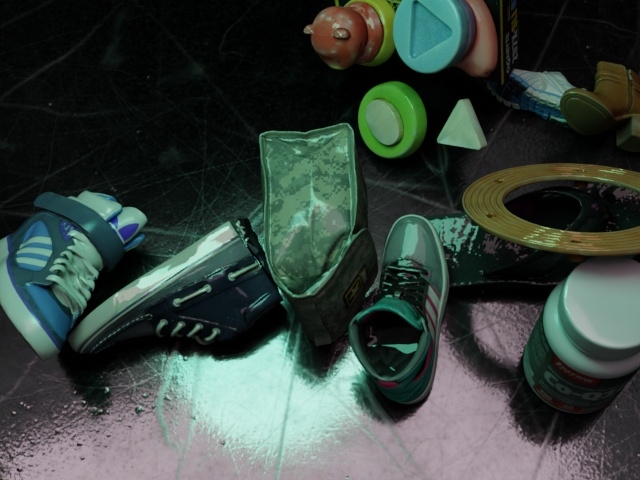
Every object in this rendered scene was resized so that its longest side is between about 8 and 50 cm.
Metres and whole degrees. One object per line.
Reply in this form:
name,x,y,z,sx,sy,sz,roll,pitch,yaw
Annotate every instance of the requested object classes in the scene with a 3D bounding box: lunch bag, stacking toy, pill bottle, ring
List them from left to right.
lunch bag,0.000,0.000,1.600,0.168,0.235,0.287,-5,67,6
stacking toy,0.122,-0.264,1.664,0.309,0.130,0.280,2,102,43
ring,0.374,-0.043,1.502,0.336,0.032,0.336,-2,23,1
pill bottle,0.392,0.139,1.500,0.161,0.283,0.161,-1,66,2

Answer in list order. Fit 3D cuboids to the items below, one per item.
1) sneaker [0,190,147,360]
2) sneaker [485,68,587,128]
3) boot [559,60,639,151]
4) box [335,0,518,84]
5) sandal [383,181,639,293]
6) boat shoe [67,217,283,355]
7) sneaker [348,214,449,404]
sneaker,-0.372,0.027,1.601,0.236,0.130,0.323,-31,33,-5
sneaker,0.379,-0.268,1.809,0.190,0.071,0.083,26,63,4
boot,0.478,-0.248,1.760,0.197,0.073,0.152,25,54,-29
box,0.171,-0.414,1.733,0.322,0.257,0.079,22,58,25
sandal,0.322,-0.003,1.647,0.445,0.107,0.168,-12,65,2
boat shoe,-0.217,0.116,1.624,0.340,0.127,0.158,-34,86,-1
sneaker,0.116,0.093,1.554,0.123,0.178,0.296,-1,79,17
